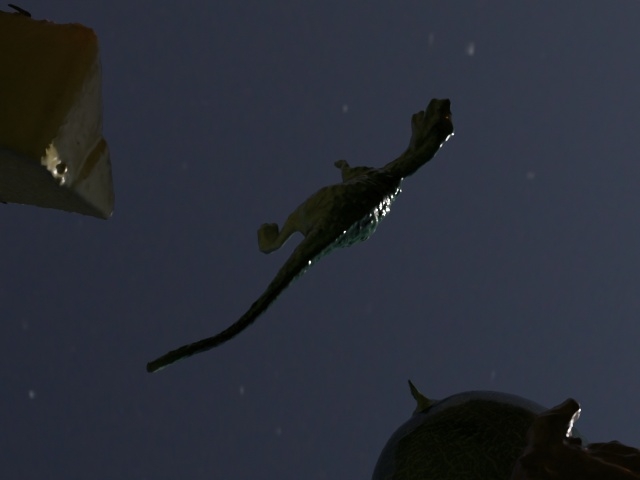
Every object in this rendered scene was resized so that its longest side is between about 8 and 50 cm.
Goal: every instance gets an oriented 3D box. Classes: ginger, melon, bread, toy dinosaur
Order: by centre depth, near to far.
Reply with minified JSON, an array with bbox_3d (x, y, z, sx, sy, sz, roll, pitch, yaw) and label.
[{"bbox_3d":[0.245,0.187,0.978,0.290,0.084,0.122,20,-118,7],"label":"ginger"},{"bbox_3d":[0.132,0.217,1.110,0.182,0.182,0.287,-32,-92,-24],"label":"melon"},{"bbox_3d":[-0.292,-0.105,1.351,0.266,0.178,0.142,9,-167,27],"label":"bread"},{"bbox_3d":[-0.019,0.007,1.531,0.076,0.129,0.383,45,-108,-8],"label":"toy dinosaur"}]
